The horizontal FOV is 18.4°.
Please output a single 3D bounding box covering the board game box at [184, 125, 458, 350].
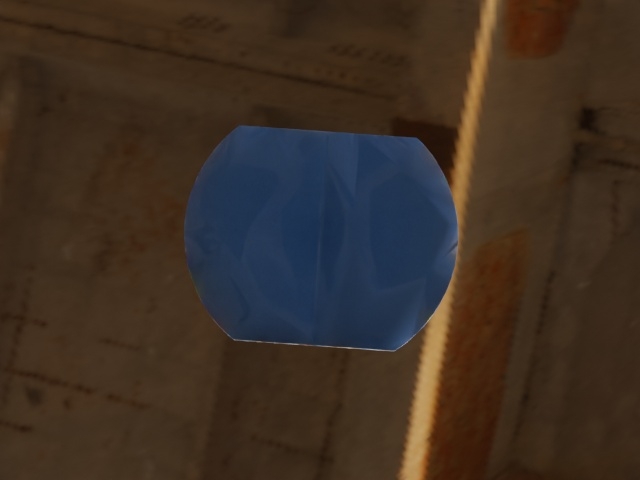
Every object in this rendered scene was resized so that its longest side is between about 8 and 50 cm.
[{"bbox_3d":[0.000,0.000,1.227,0.169,0.033,0.133,4,-95,-2],"label":"board game box"}]
